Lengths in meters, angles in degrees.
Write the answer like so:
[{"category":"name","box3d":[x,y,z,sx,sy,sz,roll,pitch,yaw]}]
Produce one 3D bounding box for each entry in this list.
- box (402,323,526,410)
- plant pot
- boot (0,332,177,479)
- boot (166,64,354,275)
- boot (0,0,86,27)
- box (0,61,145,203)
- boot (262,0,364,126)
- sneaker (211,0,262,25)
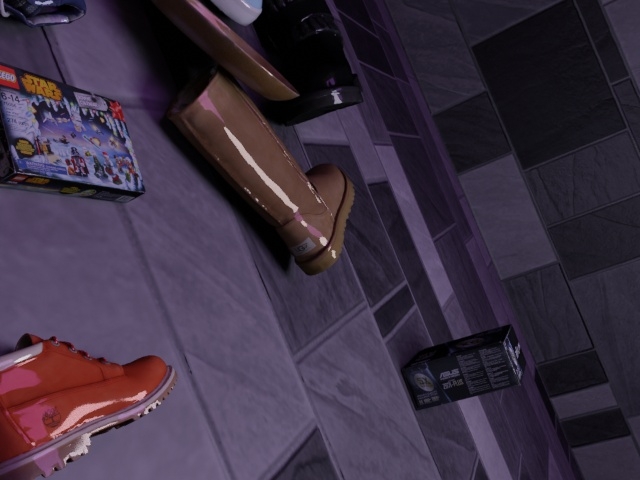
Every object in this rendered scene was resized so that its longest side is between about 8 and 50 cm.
[{"category":"box","box3d":[0.253,0.218,1.061,0.147,0.180,0.077,-11,80,-67]},{"category":"plant pot","box3d":[-0.124,-0.244,0.738,0.236,0.032,0.236,40,11,-9]},{"category":"boot","box3d":[-0.159,0.093,0.406,0.084,0.059,0.158,63,23,4]},{"category":"boot","box3d":[-0.062,-0.115,0.790,0.269,0.089,0.236,50,21,-27]},{"category":"boot","box3d":[-0.253,-0.214,0.465,0.086,0.069,0.190,61,21,-9]},{"category":"box","box3d":[-0.209,-0.083,0.497,0.137,0.027,0.093,3,65,-66]},{"category":"boot","box3d":[-0.033,-0.333,0.994,0.348,0.131,0.260,-78,148,-71]},{"category":"sneaker","box3d":[-0.158,-0.490,0.843,0.365,0.150,0.135,59,24,-19]}]
